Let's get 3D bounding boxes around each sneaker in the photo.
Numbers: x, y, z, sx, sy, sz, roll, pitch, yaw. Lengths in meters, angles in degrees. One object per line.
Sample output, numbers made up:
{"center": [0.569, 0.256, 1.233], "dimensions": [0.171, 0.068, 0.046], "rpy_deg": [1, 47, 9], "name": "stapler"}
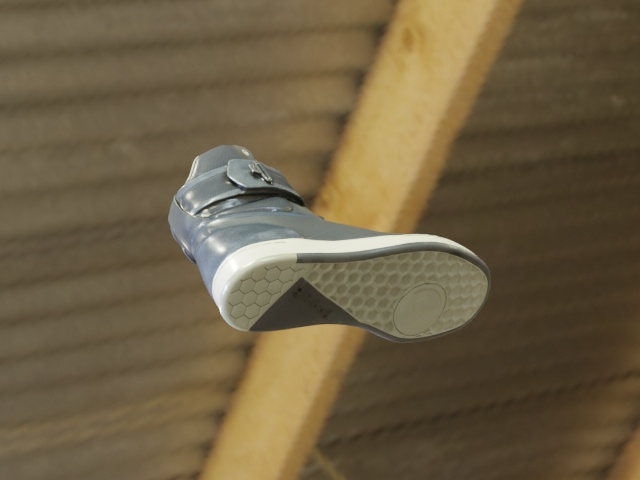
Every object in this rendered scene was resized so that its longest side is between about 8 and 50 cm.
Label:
{"center": [0.000, -0.002, 1.370], "dimensions": [0.226, 0.163, 0.086], "rpy_deg": [6, -64, -32], "name": "sneaker"}
